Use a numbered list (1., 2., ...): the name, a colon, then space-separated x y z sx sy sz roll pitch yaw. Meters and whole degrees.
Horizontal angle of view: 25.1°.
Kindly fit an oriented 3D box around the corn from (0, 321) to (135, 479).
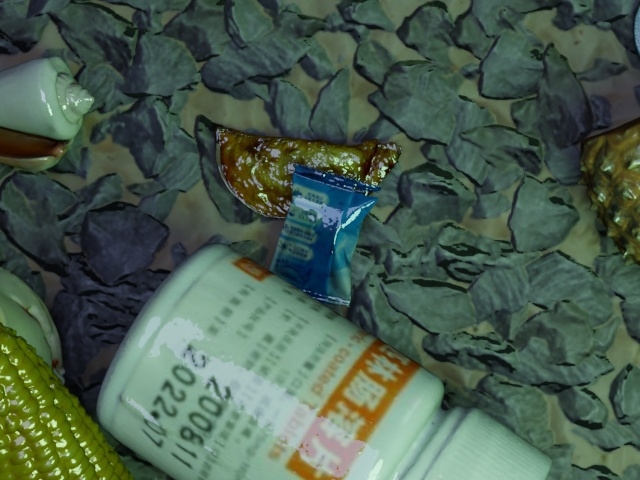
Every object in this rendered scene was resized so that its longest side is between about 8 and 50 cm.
1. corn: -0.233 0.224 1.290 0.120 0.120 0.363 -28 121 2

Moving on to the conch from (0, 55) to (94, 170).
1. conch: -0.303 -0.126 1.435 0.176 0.094 0.104 -10 121 10

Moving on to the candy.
1. candy: 0.001 0.000 1.401 0.088 0.038 0.136 15 104 2

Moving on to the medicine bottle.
1. medicine bottle: 0.002 0.178 1.297 0.371 0.211 0.211 31 87 10

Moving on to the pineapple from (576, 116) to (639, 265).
1. pineapple: 0.353 0.008 1.323 0.158 0.158 0.278 -26 91 3

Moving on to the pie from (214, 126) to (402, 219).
1. pie: -0.018 -0.063 1.423 0.191 0.033 0.088 5 90 9

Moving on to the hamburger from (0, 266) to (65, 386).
1. hamburger: -0.395 0.143 1.383 0.295 0.151 0.227 -28 74 7

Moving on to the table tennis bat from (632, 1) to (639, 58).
1. table tennis bat: 0.349 -0.218 1.408 0.100 0.019 0.155 -26 82 3
